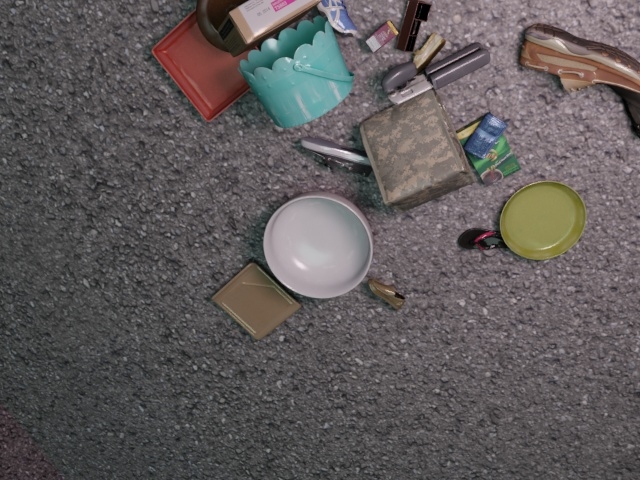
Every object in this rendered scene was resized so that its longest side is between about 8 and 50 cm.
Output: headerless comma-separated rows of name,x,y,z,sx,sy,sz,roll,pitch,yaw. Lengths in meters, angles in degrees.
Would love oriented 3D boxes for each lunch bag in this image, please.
lunch bag,0.256,-0.253,1.542,0.236,0.169,0.286,-24,72,23

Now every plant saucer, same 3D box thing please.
plant saucer,0.643,-0.061,1.631,0.241,0.037,0.240,2,110,4
plant saucer,-0.234,-0.608,1.504,0.199,0.036,0.198,-2,98,-12
plant saucer,-0.306,-0.517,1.601,0.259,0.047,0.258,-33,104,21

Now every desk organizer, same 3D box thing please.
desk organizer,0.245,-0.561,1.471,0.047,0.050,0.130,3,118,-22

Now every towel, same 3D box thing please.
towel,0.450,-0.283,1.532,0.067,0.029,0.119,30,115,-3

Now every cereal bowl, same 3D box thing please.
cereal bowl,0.000,0.000,1.725,0.340,0.141,0.338,4,114,8

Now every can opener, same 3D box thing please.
can opener,0.298,-0.449,1.466,0.284,0.075,0.095,-26,136,7

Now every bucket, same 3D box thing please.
bucket,-0.057,-0.438,1.467,0.282,0.281,0.183,-20,123,18

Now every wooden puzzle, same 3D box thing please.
wooden puzzle,-0.218,0.207,1.916,0.239,0.044,0.221,43,114,-15

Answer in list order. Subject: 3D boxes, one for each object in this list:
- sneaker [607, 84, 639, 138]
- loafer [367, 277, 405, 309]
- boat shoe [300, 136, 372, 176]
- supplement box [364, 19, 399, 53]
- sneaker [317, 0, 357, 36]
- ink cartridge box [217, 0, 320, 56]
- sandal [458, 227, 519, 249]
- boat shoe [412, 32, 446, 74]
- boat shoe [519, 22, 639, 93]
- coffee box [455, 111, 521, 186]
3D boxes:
sneaker,0.845,-0.335,1.448,0.286,0.109,0.130,32,123,-2
loafer,0.215,0.164,1.810,0.148,0.056,0.050,36,115,-18
boat shoe,0.047,-0.241,1.649,0.229,0.080,0.076,14,114,-5
supplement box,0.165,-0.546,1.499,0.083,0.055,0.043,-34,104,23
sneaker,0.030,-0.630,1.471,0.081,0.080,0.211,-36,104,24
ink cartridge box,-0.130,-0.570,1.415,0.235,0.193,0.088,-34,106,-12
sandal,0.509,0.000,1.689,0.180,0.040,0.067,1,114,10
boat shoe,0.276,-0.498,1.508,0.135,0.050,0.045,-45,76,26
boat shoe,0.655,-0.436,1.405,0.325,0.123,0.116,33,132,23
coffee box,0.473,-0.255,1.581,0.113,0.040,0.184,-27,106,21
